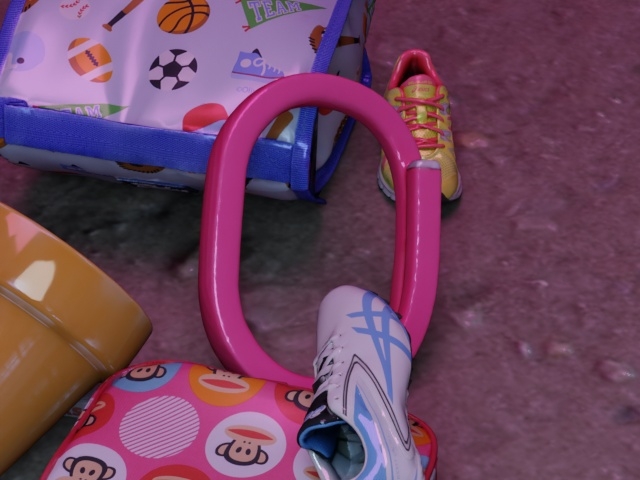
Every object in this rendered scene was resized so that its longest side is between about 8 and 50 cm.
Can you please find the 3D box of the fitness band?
[{"bbox_3d":[0.000,0.000,1.689,0.209,0.291,0.054,7,-9,-21],"label":"fitness band"}]

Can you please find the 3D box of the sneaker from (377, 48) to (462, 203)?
[{"bbox_3d":[0.094,-0.114,1.945,0.081,0.094,0.208,-3,39,-6],"label":"sneaker"}]

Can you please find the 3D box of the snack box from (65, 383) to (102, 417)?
[{"bbox_3d":[-0.275,0.118,1.705,0.178,0.022,0.064,5,39,7],"label":"snack box"}]

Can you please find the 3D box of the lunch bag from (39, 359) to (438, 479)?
[{"bbox_3d":[-0.069,0.222,1.484,0.293,0.120,0.258,12,39,15],"label":"lunch bag"}]

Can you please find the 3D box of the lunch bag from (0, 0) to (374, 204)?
[{"bbox_3d":[-0.127,-0.169,1.911,0.327,0.239,0.385,8,31,7],"label":"lunch bag"}]

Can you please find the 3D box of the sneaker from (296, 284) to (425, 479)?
[{"bbox_3d":[0.022,0.117,1.455,0.086,0.085,0.237,17,38,-23],"label":"sneaker"}]

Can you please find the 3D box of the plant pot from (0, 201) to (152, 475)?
[{"bbox_3d":[-0.272,0.090,1.593,0.205,0.205,0.188,26,73,30],"label":"plant pot"}]
